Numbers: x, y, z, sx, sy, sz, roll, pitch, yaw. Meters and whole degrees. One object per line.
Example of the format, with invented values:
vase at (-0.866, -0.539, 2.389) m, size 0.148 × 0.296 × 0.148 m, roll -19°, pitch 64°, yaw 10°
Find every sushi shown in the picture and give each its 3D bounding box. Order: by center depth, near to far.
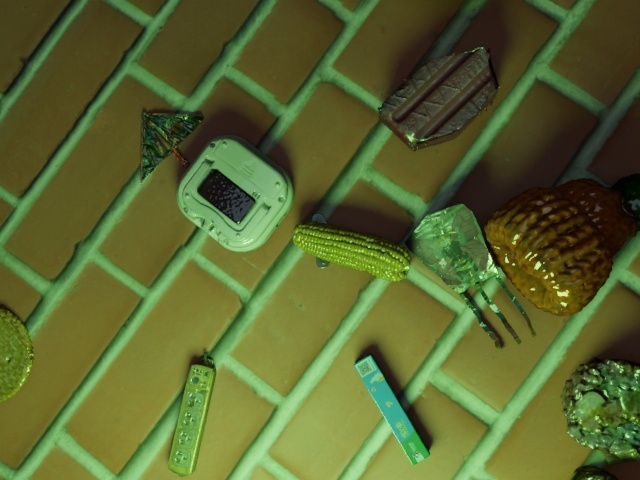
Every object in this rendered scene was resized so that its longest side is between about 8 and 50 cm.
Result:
sushi at (0.660, 0.375, 1.735) m, size 0.270 × 0.171 × 0.237 m, roll 7°, pitch 87°, yaw 9°

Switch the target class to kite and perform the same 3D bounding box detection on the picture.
kite at (0.348, 0.089, 1.824) m, size 0.204 × 0.022 × 0.360 m, roll -36°, pitch 86°, yaw 42°
kite at (-0.390, -0.244, 1.982) m, size 0.232 × 0.009 × 0.189 m, roll -43°, pitch 83°, yaw 3°

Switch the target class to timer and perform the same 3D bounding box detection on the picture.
timer at (-0.206, -0.114, 1.912) m, size 0.262 × 0.087 × 0.237 m, roll 37°, pitch 91°, yaw 8°

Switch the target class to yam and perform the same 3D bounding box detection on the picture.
yam at (0.588, 0.556, 1.700) m, size 0.128 × 0.238 × 0.129 m, roll -6°, pitch 78°, yaw 12°

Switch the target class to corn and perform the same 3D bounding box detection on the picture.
corn at (0.073, 0.018, 1.867) m, size 0.291 × 0.101 × 0.101 m, roll 17°, pitch 88°, yaw 10°

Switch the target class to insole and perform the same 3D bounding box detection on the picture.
insole at (0.000, 0.000, 1.922) m, size 0.045 × 0.002 × 0.135 m, roll -6°, pitch 85°, yaw 6°

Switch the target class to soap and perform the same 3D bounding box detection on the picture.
soap at (0.294, -0.339, 1.859) m, size 0.289 × 0.112 × 0.182 m, roll -45°, pitch 83°, yaw 2°

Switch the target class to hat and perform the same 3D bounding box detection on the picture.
hat at (0.581, -0.041, 1.733) m, size 0.400 × 0.285 × 0.285 m, roll -39°, pitch 82°, yaw -1°

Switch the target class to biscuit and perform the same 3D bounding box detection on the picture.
biscuit at (-0.836, 0.285, 1.979) m, size 0.253 × 0.035 × 0.254 m, roll 0°, pitch 86°, yaw 5°

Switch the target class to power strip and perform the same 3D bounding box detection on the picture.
power strip at (-0.306, 0.421, 1.903) m, size 0.064 × 0.044 × 0.305 m, roll 12°, pitch 87°, yaw 8°

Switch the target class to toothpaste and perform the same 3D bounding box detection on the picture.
toothpaste at (0.164, 0.389, 1.842) m, size 0.050 × 0.065 × 0.267 m, roll -31°, pitch 82°, yaw 0°
